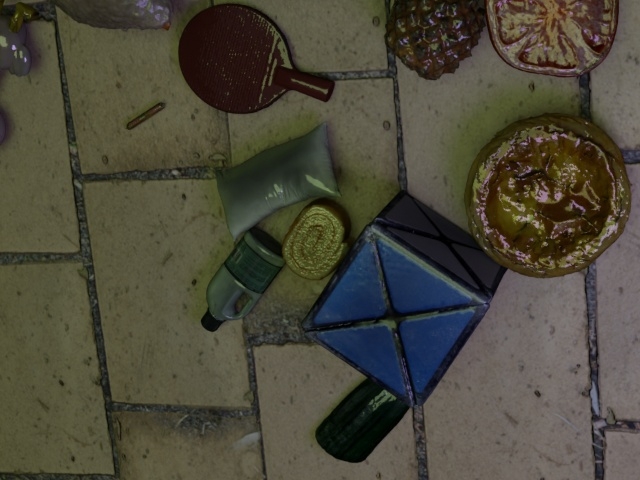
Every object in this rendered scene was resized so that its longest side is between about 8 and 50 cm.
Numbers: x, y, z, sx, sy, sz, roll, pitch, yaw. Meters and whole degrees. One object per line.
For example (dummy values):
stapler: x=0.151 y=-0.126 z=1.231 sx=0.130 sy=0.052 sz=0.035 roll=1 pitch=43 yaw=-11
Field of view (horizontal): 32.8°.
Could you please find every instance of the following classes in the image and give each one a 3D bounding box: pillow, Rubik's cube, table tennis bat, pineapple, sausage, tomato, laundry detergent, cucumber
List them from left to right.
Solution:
sausage: x=-0.340 y=-0.241 z=2.110 sx=0.100 sy=0.015 sz=0.015 roll=-29 pitch=94 yaw=21
laundry detergent: x=-0.160 y=0.088 z=2.108 sx=0.099 sy=0.070 sz=0.226 roll=36 pitch=110 yaw=-1
table tennis bat: x=-0.123 y=-0.323 z=2.012 sx=0.310 sy=0.038 sz=0.200 roll=20 pitch=109 yaw=12
pillow: x=-0.078 y=-0.106 z=2.017 sx=0.254 sy=0.078 sz=0.144 roll=-22 pitch=70 yaw=23
cucumber: x=0.097 y=0.329 z=2.098 sx=0.115 sy=0.063 sz=0.244 roll=39 pitch=109 yaw=4
Rubik's cube: x=0.158 y=0.095 z=1.919 sx=0.259 sy=0.255 sz=0.260 roll=36 pitch=113 yaw=4
pineapple: x=0.201 y=-0.375 z=1.843 sx=0.166 sy=0.166 sz=0.193 roll=43 pitch=102 yaw=3
tomato: x=0.387 y=-0.383 z=1.810 sx=0.236 sy=0.095 sz=0.237 roll=2 pitch=99 yaw=10

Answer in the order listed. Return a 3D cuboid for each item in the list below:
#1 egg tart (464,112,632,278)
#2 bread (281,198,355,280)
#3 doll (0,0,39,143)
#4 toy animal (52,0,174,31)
egg tart: x=0.391 y=-0.078 z=1.874 sx=0.290 sy=0.115 sz=0.290 roll=3 pitch=104 yaw=12
bread: x=0.000 y=0.000 z=2.041 sx=0.122 sy=0.073 sz=0.149 roll=34 pitch=110 yaw=1
doll: x=-0.660 y=-0.317 z=2.147 sx=0.160 sy=0.094 sz=0.365 roll=34 pitch=110 yaw=10
toy animal: x=-0.396 y=-0.504 z=1.964 sx=0.226 sy=0.188 sz=0.358 roll=-40 pitch=78 yaw=14
